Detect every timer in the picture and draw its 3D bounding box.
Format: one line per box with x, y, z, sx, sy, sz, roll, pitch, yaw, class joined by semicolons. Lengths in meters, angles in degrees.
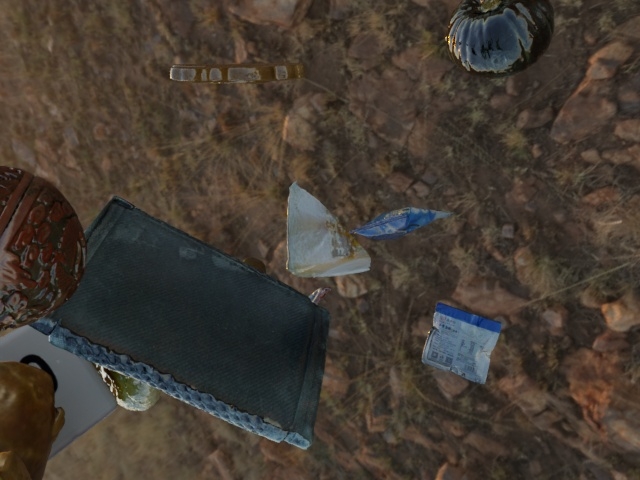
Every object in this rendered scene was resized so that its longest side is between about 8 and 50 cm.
-0.482;0.255;0.918;0.194;0.192;0.195;-26;97;46;timer

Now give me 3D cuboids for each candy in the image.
0.112;-0.025;0.773;0.088;0.136;0.038;-23;78;40;candy

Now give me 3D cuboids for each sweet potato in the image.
-0.184;0.115;1.367;0.075;0.273;0.075;4;115;8;sweet potato

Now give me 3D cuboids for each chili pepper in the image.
-0.027;0.173;1.500;0.153;0.041;0.050;-55;49;22;chili pepper

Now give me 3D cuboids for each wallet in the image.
-0.152;0.100;0.709;0.342;0.237;0.075;29;123;-14;wallet

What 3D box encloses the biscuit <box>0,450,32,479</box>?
-0.243;0.242;0.408;0.238;0.041;0.212;70;-168;-63;biscuit

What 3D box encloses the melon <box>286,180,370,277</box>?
-0.004;0.003;0.952;0.202;0.139;0.093;49;163;-7;melon

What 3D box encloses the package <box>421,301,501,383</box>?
0.358;0.262;1.460;0.171;0.027;0.173;18;100;25;package

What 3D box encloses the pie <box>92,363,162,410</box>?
-0.350;0.146;0.955;0.337;0.075;0.337;20;118;44;pie

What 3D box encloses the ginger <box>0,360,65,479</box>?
-0.458;0.323;0.633;0.176;0.254;0.418;34;92;22;ginger

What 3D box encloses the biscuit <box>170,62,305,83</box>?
-0.180;-0.369;1.266;0.186;0.295;0.044;-114;22;-65;biscuit

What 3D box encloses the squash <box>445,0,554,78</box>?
0.319;-0.378;1.027;0.193;0.156;0.193;-8;73;26;squash

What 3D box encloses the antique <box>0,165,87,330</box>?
-0.189;0.006;0.335;0.104;0.104;0.104;28;132;36;antique
